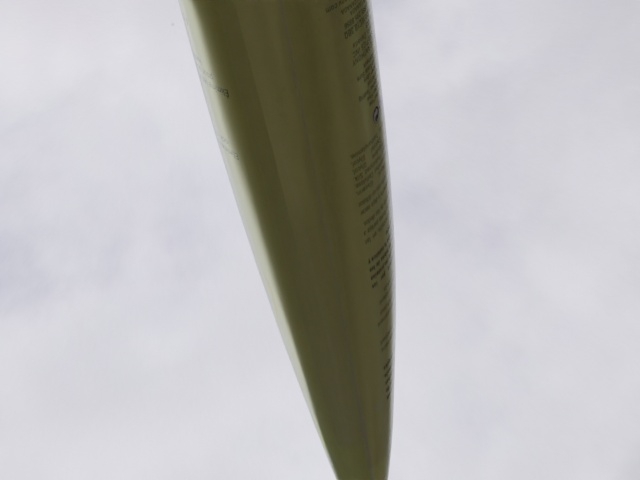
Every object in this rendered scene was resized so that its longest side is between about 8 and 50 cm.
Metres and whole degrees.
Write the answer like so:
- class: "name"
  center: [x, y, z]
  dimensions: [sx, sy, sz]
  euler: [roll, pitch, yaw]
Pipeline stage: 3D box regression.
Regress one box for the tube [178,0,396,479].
- class: "tube"
  center: [0.000, 0.000, 0.540]
  dimensions: [0.070, 0.062, 0.240]
  euler: [-41, -44, -32]
